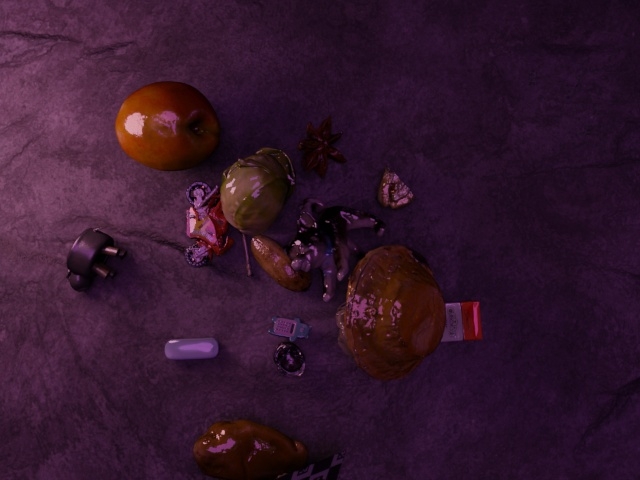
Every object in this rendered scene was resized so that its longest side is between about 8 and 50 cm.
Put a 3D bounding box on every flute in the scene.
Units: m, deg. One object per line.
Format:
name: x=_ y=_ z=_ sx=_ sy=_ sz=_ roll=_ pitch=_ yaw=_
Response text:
flute: x=-0.262 y=0.010 z=1.678 sx=0.027 sy=0.027 sz=0.232 roll=-9 pitch=86 yaw=-4

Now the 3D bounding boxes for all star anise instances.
star anise: x=-0.003 y=-0.318 z=1.676 sx=0.196 sy=0.111 sz=0.212 roll=51 pitch=53 yaw=-18

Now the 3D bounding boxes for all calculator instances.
calculator: x=-0.103 y=0.301 z=1.653 sx=0.141 sy=0.019 sz=0.094 roll=11 pitch=53 yaw=2

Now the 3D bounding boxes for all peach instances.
peach: x=-0.496 y=-0.362 z=1.562 sx=0.333 sy=0.308 sz=0.307 roll=-1 pitch=85 yaw=27

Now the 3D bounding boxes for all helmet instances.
helmet: x=-0.105 y=0.396 z=1.639 sx=0.098 sy=0.070 sz=0.123 roll=-35 pitch=98 yaw=2

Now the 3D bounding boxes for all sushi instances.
sushi: x=-0.117 y=0.790 z=1.513 sx=0.373 sy=0.100 sz=0.296 roll=-1 pitch=112 yaw=-43

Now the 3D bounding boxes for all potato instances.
potato: x=-0.225 y=0.687 z=1.571 sx=0.370 sy=0.176 sz=0.195 roll=14 pitch=74 yaw=-11

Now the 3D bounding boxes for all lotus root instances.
lotus root: x=-0.138 y=0.080 z=1.649 sx=0.258 sy=0.097 sz=0.110 roll=40 pitch=88 yaw=3

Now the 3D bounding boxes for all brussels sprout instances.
brussels sprout: x=-0.208 y=-0.168 z=1.580 sx=0.227 sy=0.259 sz=0.294 roll=30 pitch=104 yaw=8

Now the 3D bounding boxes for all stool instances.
stool: x=-0.740 y=0.067 z=1.598 sx=0.139 sy=0.153 sz=0.227 roll=26 pitch=127 yaw=-5

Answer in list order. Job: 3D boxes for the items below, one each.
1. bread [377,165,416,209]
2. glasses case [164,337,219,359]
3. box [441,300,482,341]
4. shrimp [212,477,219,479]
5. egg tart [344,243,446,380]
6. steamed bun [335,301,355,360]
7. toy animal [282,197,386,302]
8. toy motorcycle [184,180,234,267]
bread: x=0.242 y=-0.170 z=1.692 sx=0.110 sy=0.103 sz=0.156 roll=-41 pitch=84 yaw=6
glasses case: x=-0.433 y=0.365 z=1.633 sx=0.179 sy=0.045 sz=0.067 roll=-2 pitch=86 yaw=-4
box: x=0.439 y=0.286 z=1.698 sx=0.246 sy=0.035 sz=0.138 roll=-4 pitch=86 yaw=-4
shrimp: x=-0.290 y=0.795 z=1.532 sx=0.295 sy=0.154 sz=0.062 roll=30 pitch=53 yaw=-30
egg tart: x=0.257 y=0.224 z=1.500 sx=0.444 sy=0.178 sz=0.442 roll=0 pitch=90 yaw=-42
steamed bun: x=0.152 y=0.289 z=1.625 sx=0.218 sy=0.144 sz=0.211 roll=-31 pitch=88 yaw=-6
toy animal: x=0.000 y=0.000 z=1.571 sx=0.303 sy=0.194 sz=0.344 roll=35 pitch=41 yaw=12
toy motorcycle: x=-0.378 y=-0.055 z=1.644 sx=0.171 sy=0.089 sz=0.297 roll=1 pitch=85 yaw=-5
